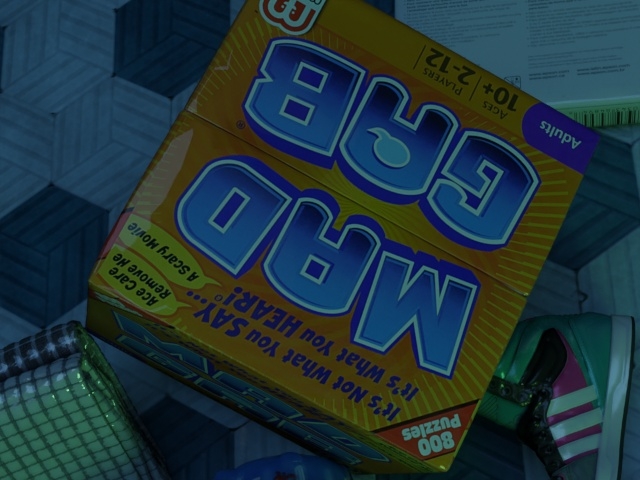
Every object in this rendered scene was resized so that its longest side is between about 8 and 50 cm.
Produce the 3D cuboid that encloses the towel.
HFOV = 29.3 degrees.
[{"bbox_3d":[-0.313,0.236,1.353,0.235,0.284,0.121,-22,41,-1],"label":"towel"}]

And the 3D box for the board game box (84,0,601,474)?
[{"bbox_3d":[0.000,0.000,1.258,0.356,0.356,0.356,29,75,-5],"label":"board game box"}]

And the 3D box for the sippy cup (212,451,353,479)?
[{"bbox_3d":[-0.034,0.352,1.272,0.305,0.240,0.224,5,53,-20],"label":"sippy cup"}]

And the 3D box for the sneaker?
[{"bbox_3d":[0.232,0.204,1.309,0.178,0.124,0.295,8,62,11],"label":"sneaker"}]

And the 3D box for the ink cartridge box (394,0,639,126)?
[{"bbox_3d":[0.256,-0.290,1.541,0.324,0.071,0.330,-4,64,12],"label":"ink cartridge box"}]
